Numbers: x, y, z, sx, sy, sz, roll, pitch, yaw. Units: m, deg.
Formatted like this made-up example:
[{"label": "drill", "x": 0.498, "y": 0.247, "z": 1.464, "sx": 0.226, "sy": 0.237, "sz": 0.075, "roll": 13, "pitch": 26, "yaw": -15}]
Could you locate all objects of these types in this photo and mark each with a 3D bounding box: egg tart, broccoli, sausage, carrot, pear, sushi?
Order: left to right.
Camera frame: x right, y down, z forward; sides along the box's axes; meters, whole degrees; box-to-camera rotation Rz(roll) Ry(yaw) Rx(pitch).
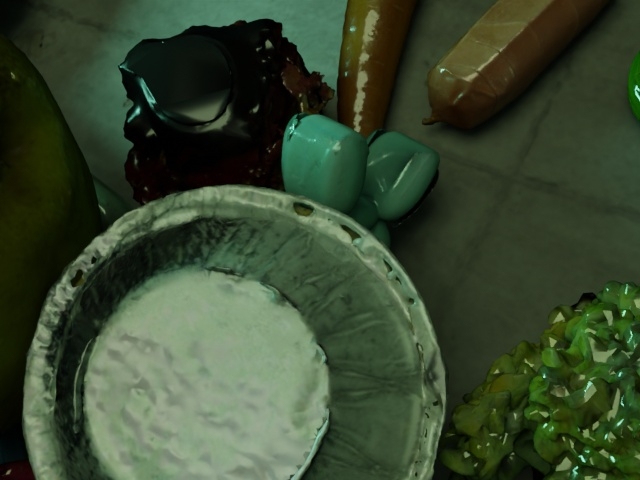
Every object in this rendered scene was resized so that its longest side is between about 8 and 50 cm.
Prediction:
[{"label": "pear", "x": -0.300, "y": 0.019, "z": 0.631, "sx": 0.375, "sy": 0.287, "sz": 0.287, "roll": -34, "pitch": 60, "yaw": 28}, {"label": "egg tart", "x": -0.051, "y": 0.080, "z": 0.523, "sx": 0.234, "sy": 0.094, "sz": 0.234, "roll": -2, "pitch": 80, "yaw": 10}, {"label": "sushi", "x": -0.066, "y": -0.072, "z": 0.698, "sx": 0.153, "sy": 0.150, "sz": 0.172, "roll": 16, "pitch": 74, "yaw": 23}, {"label": "carrot", "x": 0.047, "y": -0.182, "z": 0.767, "sx": 0.069, "sy": 0.069, "sz": 0.336, "roll": 6, "pitch": 76, "yaw": 20}, {"label": "sausage", "x": 0.137, "y": -0.143, "z": 0.716, "sx": 0.169, "sy": 0.065, "sz": 0.065, "roll": -45, "pitch": 63, "yaw": -7}, {"label": "broccoli", "x": 0.156, "y": 0.143, "z": 0.521, "sx": 0.273, "sy": 0.180, "sz": 0.242, "roll": -43, "pitch": 63, "yaw": -3}]

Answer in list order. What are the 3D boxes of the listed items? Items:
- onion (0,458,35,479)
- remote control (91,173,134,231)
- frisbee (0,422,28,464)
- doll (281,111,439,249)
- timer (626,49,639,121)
[{"label": "onion", "x": -0.146, "y": 0.237, "z": 0.564, "sx": 0.248, "sy": 0.248, "sz": 0.161, "roll": 32, "pitch": 105, "yaw": 26}, {"label": "remote control", "x": -0.277, "y": -0.075, "z": 0.775, "sx": 0.309, "sy": 0.038, "sz": 0.090, "roll": 36, "pitch": 90, "yaw": 7}, {"label": "frisbee", "x": -0.323, "y": 0.222, "z": 0.711, "sx": 0.290, "sy": 0.049, "sz": 0.289, "roll": -8, "pitch": 58, "yaw": 13}, {"label": "doll", "x": 0.000, "y": 0.000, "z": 0.637, "sx": 0.059, "sy": 0.159, "sz": 0.158, "roll": 28, "pitch": 110, "yaw": 31}, {"label": "timer", "x": 0.282, "y": -0.105, "z": 0.662, "sx": 0.128, "sy": 0.047, "sz": 0.140, "roll": -44, "pitch": 63, "yaw": -5}]
